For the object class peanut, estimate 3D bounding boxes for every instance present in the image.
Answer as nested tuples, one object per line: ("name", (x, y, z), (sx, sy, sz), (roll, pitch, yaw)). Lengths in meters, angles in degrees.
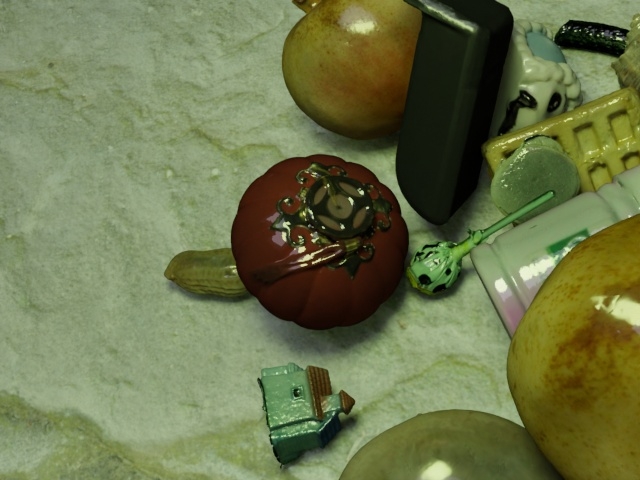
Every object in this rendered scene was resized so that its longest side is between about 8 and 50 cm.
("peanut", (-0.202, 0.054, 1.789), (0.194, 0.083, 0.093), (6, 63, 27))

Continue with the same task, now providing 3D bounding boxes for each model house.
("model house", (-0.014, 0.271, 1.567), (0.148, 0.119, 0.148), (-12, 55, 5))

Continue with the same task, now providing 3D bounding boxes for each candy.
("candy", (0.254, -0.002, 1.553), (0.305, 0.091, 0.083), (-36, 85, 40))

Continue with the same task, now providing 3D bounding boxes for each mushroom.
("mushroom", (0.183, 0.405, 1.310), (0.362, 0.294, 0.362), (0, 88, 3))

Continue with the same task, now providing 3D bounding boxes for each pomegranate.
("pomegranate", (0.424, 0.154, 1.181), (0.416, 0.417, 0.417), (-11, 57, 17))
("pomegranate", (0.074, -0.345, 1.770), (0.319, 0.319, 0.319), (-11, 57, 17))

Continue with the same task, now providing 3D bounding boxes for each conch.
("conch", (0.589, -0.271, 1.608), (0.178, 0.163, 0.245), (-26, 87, 6))

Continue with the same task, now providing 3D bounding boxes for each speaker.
("speaker", (0.187, -0.244, 1.595), (0.184, 0.388, 0.180), (18, 29, 19))

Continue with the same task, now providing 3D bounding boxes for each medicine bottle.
("medicine bottle", (0.410, 0.035, 1.456), (0.325, 0.212, 0.212), (-27, 53, 5))

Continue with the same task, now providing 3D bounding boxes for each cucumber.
("cucumber", (0.530, -0.356, 1.743), (0.214, 0.052, 0.058), (21, 91, 32))

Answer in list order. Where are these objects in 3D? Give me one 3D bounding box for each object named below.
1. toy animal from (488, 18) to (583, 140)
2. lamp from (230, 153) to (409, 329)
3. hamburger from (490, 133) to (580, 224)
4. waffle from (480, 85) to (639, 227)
("toy animal", (0.360, -0.264, 1.687), (0.156, 0.208, 0.204), (-4, 52, -22))
("lamp", (0.000, 0.000, 1.620), (0.303, 0.257, 0.303), (7, 63, -14))
("hamburger", (0.344, -0.092, 1.543), (0.133, 0.062, 0.140), (37, 105, 0))
("waffle", (0.416, -0.128, 1.588), (0.274, 0.168, 0.057), (-21, 11, 10))
